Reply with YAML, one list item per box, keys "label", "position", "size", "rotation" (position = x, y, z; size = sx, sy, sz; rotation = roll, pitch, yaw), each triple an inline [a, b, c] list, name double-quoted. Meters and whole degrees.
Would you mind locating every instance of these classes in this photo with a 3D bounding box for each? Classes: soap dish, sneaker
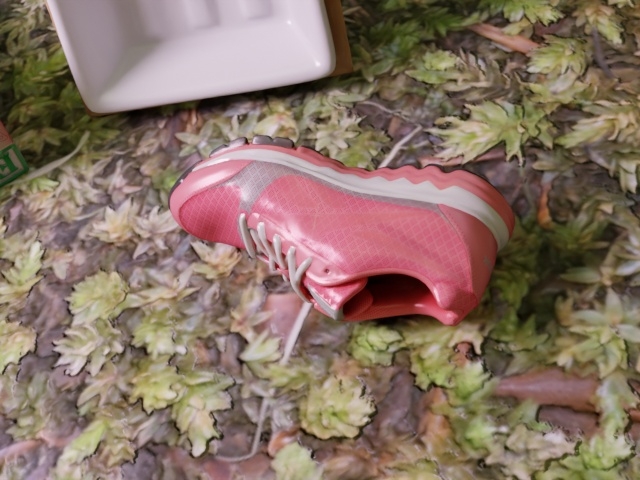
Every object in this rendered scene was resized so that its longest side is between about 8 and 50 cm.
- label: "soap dish"
  position: [-0.127, -0.257, 1.168]
  size: [0.291, 0.229, 0.118]
  rotation: [-9, 34, 8]
- label: "sneaker"
  position: [0.000, 0.000, 0.992]
  size: [0.314, 0.116, 0.136]
  rotation: [6, 56, 19]

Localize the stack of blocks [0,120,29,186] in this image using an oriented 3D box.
- label: "stack of blocks"
  position: [-0.434, -0.186, 1.218]
  size: [0.087, 0.171, 0.297]
  rotation: [-35, 51, -13]
